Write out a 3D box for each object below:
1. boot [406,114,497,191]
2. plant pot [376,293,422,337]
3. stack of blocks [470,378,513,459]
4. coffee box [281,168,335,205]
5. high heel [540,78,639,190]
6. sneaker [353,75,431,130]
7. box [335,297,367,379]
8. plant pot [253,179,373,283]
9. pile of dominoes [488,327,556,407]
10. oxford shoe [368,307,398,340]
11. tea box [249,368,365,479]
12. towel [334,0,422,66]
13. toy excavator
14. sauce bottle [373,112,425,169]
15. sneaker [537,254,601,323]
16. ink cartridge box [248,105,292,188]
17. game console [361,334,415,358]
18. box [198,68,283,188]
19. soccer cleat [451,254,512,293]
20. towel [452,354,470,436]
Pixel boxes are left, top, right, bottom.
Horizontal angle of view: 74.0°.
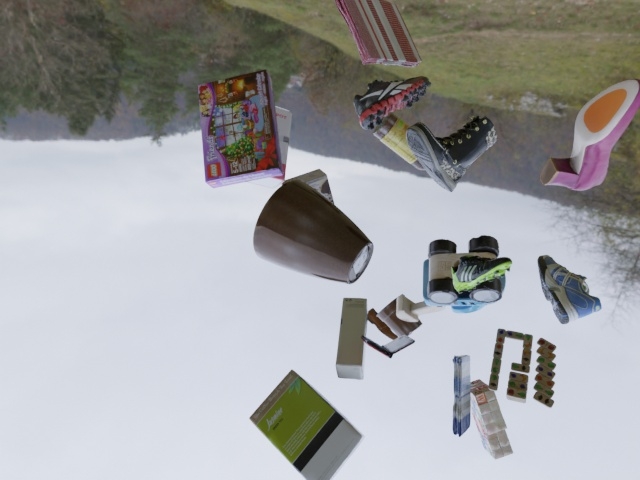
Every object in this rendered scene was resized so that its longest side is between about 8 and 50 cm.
[{"bbox_3d":[0.316,-0.244,1.016,0.236,0.178,0.085,40,-174,-43],"label":"boot"},{"bbox_3d":[0.377,0.367,1.995,0.167,0.167,0.165,-16,-118,-50],"label":"plant pot"},{"bbox_3d":[0.734,0.782,1.856,0.087,0.297,0.171,-18,176,-1],"label":"stack of blocks"},{"bbox_3d":[-0.028,-0.106,1.662,0.168,0.297,0.119,-21,-154,-7],"label":"coffee box"},{"bbox_3d":[0.495,-0.170,0.730,0.117,0.244,0.082,1,-125,-5],"label":"high heel"},{"bbox_3d":[0.227,-0.481,1.394,0.276,0.135,0.097,-30,167,-5],"label":"sneaker"},{"bbox_3d":[0.117,0.347,1.528,0.094,0.113,0.275,1,-133,11],"label":"box"},{"bbox_3d":[0.000,0.000,0.994,0.230,0.215,0.215,28,-155,24],"label":"plant pot"},{"bbox_3d":[0.678,0.414,1.421,0.196,0.040,0.251,5,-127,28],"label":"pile of dominoes"},{"bbox_3d":[0.326,0.433,2.188,0.212,0.076,0.076,42,-175,8],"label":"oxford shoe"},{"bbox_3d":[-0.033,0.663,1.505,0.323,0.329,0.220,38,-105,22],"label":"tea box"},{"bbox_3d":[0.189,-0.663,1.344,0.037,0.237,0.329,-25,178,44],"label":"towel"},{"bbox_3d":[0.486,0.204,1.659,0.432,0.445,0.222,-4,-126,20],"label":"toy excavator"},{"bbox_3d":[0.365,-0.346,1.625,0.344,0.111,0.111,34,-166,-12],"label":"sauce bottle"},{"bbox_3d":[0.531,0.100,0.925,0.081,0.080,0.211,-17,-152,18],"label":"sneaker"},{"bbox_3d":[-0.231,-0.362,1.592,0.207,0.283,0.117,12,165,-24],"label":"ink cartridge box"},{"bbox_3d":[0.203,0.303,1.304,0.124,0.085,0.144,31,174,1],"label":"game console"},{"bbox_3d":[-0.218,-0.301,1.149,0.200,0.293,0.057,-10,166,8],"label":"box"},{"bbox_3d":[0.330,0.058,0.898,0.060,0.072,0.179,-7,161,-18],"label":"soccer cleat"},{"bbox_3d":[0.542,0.583,1.629,0.034,0.285,0.209,-3,168,30],"label":"towel"}]
